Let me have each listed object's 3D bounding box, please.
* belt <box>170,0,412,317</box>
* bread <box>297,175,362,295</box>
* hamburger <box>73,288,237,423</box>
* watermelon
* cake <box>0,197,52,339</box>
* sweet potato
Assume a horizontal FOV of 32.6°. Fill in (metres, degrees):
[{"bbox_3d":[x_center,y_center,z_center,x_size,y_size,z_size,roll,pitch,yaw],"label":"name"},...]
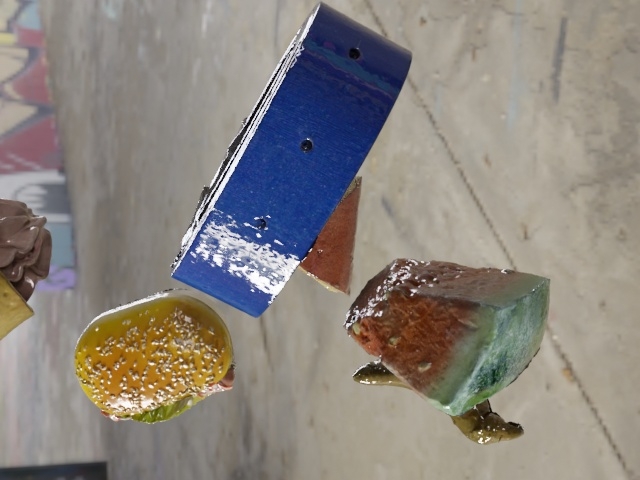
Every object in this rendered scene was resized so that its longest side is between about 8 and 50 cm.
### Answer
[{"bbox_3d":[-0.038,-0.080,1.135,0.347,0.117,0.212,-58,12,32],"label":"belt"},{"bbox_3d":[0.001,0.000,1.619,0.067,0.119,0.192,35,128,58],"label":"bread"},{"bbox_3d":[-0.214,0.154,1.437,0.116,0.210,0.173,-88,-21,-60],"label":"hamburger"},{"bbox_3d":[0.142,0.095,1.419,0.257,0.193,0.139,23,126,33],"label":"watermelon"},{"bbox_3d":[-0.411,0.023,1.314,0.185,0.178,0.208,52,154,-10],"label":"cake"},{"bbox_3d":[0.212,0.254,1.883,0.098,0.310,0.124,-55,8,44],"label":"sweet potato"}]
